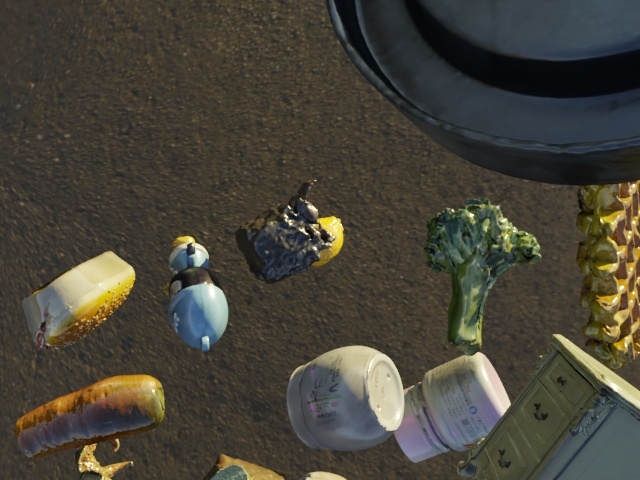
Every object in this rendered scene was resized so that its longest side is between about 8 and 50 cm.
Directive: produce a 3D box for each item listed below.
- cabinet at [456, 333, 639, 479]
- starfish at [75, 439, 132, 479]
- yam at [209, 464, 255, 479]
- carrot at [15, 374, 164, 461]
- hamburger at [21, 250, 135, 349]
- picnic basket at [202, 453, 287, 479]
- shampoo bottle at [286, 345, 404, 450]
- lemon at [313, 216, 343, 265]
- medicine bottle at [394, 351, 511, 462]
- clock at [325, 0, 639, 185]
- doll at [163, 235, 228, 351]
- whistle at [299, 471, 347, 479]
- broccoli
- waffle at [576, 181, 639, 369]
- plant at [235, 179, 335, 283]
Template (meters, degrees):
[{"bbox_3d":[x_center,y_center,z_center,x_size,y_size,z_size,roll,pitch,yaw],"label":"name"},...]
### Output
[{"bbox_3d":[0.412,0.368,1.201,0.227,0.290,0.318,35,98,-2],"label":"cabinet"},{"bbox_3d":[-0.291,0.363,1.032,0.074,0.190,0.146,-20,128,-16],"label":"starfish"},{"bbox_3d":[-0.065,0.355,0.893,0.078,0.078,0.179,-42,109,-15],"label":"yam"},{"bbox_3d":[-0.306,0.233,0.978,0.193,0.087,0.087,-14,102,-3],"label":"carrot"},{"bbox_3d":[-0.549,0.137,1.700,0.227,0.295,0.151,-33,91,21],"label":"hamburger"},{"bbox_3d":[-0.200,0.701,1.705,0.254,0.321,0.291,27,112,-22],"label":"picnic basket"},{"bbox_3d":[0.067,0.430,1.985,0.273,0.266,0.273,38,43,-46],"label":"shampoo bottle"},{"bbox_3d":[0.000,0.000,1.974,0.114,0.114,0.155,46,74,-22],"label":"lemon"},{"bbox_3d":[0.383,0.502,2.179,0.324,0.256,0.256,-27,110,14],"label":"medicine bottle"},{"bbox_3d":[0.154,-0.183,0.402,0.066,0.318,0.319,35,79,-57],"label":"clock"},{"bbox_3d":[-0.300,0.132,1.740,0.141,0.314,0.177,-7,137,-19],"label":"doll"},{"bbox_3d":[-0.029,0.554,1.344,0.189,0.189,0.348,30,121,-25],"label":"whistle"},{"bbox_3d":[0.297,0.063,1.303,0.198,0.275,0.177,-12,145,4],"label":"broccoli"},{"bbox_3d":[0.295,0.005,0.721,0.228,0.051,0.232,39,60,-52],"label":"waffle"},{"bbox_3d":[-0.085,-0.006,1.814,0.234,0.178,0.204,-34,108,-21],"label":"plant"}]
